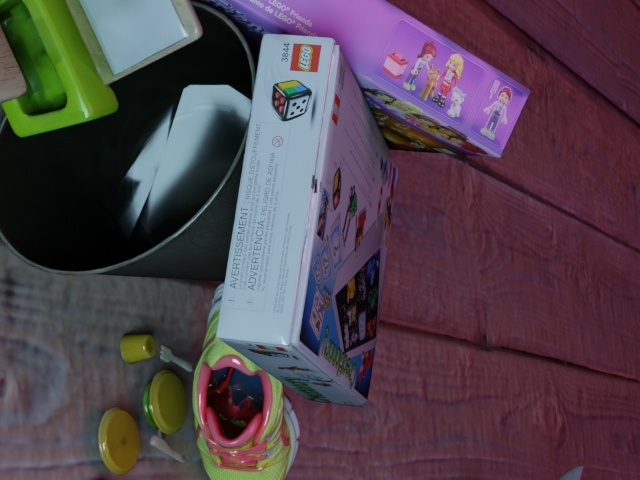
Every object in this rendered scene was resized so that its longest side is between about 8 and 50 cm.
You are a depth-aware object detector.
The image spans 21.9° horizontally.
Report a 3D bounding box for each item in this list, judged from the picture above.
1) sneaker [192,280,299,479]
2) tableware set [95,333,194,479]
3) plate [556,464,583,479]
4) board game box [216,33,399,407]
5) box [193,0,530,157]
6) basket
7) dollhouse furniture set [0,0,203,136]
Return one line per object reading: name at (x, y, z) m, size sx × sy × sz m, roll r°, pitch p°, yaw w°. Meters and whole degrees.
sneaker at (-0.063, 0.132, 1.221) m, size 0.094 × 0.082 × 0.208 m, roll -77°, pitch 168°, yaw -52°
tableware set at (-0.133, 0.141, 1.181) m, size 0.104 × 0.024 × 0.154 m, roll 41°, pitch 47°, yaw -52°
plate at (0.209, 0.410, 1.734) m, size 0.277 × 0.045 × 0.278 m, roll -55°, pitch 157°, yaw -60°
board game box at (0.000, 0.000, 1.132) m, size 0.305 × 0.053 × 0.193 m, roll 53°, pitch 44°, yaw -74°
box at (-0.024, -0.149, 1.156) m, size 0.293 × 0.201 × 0.057 m, roll 28°, pitch 83°, yaw -24°
basket at (-0.095, -0.050, 1.154) m, size 0.154 × 0.204 × 0.227 m, roll 49°, pitch 7°, yaw 18°
dollhouse furniture set at (-0.195, -0.137, 0.816) m, size 0.197 × 0.151 × 0.301 m, roll 66°, pitch 27°, yaw -3°
